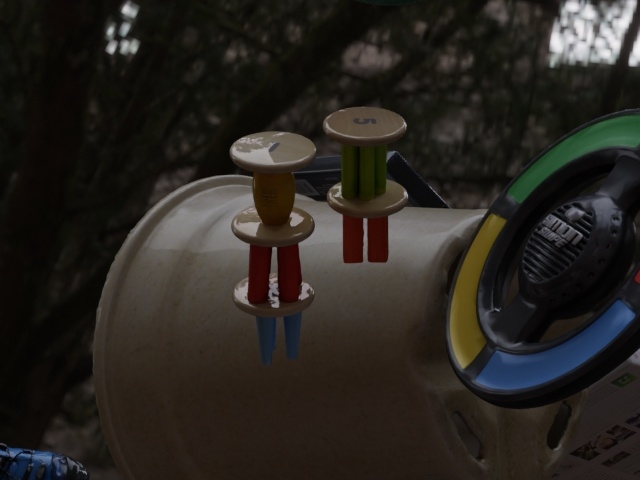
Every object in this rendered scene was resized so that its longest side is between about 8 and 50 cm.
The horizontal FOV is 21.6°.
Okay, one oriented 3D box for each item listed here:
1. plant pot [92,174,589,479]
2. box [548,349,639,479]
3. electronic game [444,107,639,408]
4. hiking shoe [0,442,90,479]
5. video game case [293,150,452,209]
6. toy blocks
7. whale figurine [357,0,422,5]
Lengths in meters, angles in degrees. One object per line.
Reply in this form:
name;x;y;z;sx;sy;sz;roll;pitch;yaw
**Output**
plant pot;0.039;0.097;1.384;0.305;0.334;0.334;-6;-49;42
box;0.312;0.198;1.764;0.232;0.058;0.322;-36;-39;28
electronic game;0.169;0.009;1.120;0.048;0.229;0.229;36;-50;-26
hiking shoe;-0.450;0.309;2.197;0.304;0.113;0.132;-2;-32;26
video game case;0.098;0.015;1.628;0.274;0.026;0.196;44;-22;-25
toy blocks;0.000;0.000;1.062;0.054;0.123;0.148;34;-48;47
whale figurine;0.047;-0.250;1.194;0.216;0.272;0.141;27;-71;-2
